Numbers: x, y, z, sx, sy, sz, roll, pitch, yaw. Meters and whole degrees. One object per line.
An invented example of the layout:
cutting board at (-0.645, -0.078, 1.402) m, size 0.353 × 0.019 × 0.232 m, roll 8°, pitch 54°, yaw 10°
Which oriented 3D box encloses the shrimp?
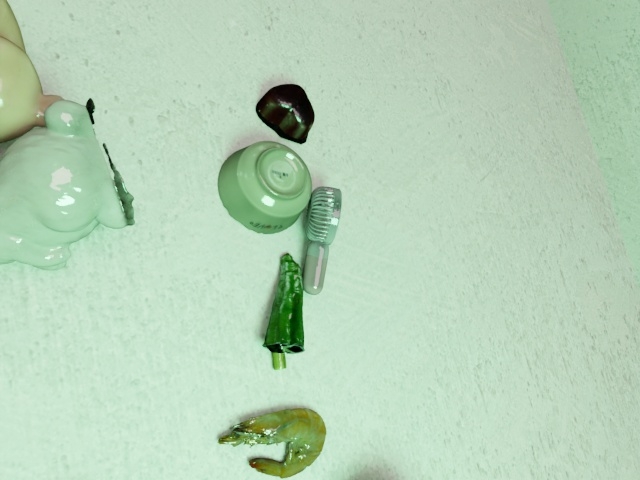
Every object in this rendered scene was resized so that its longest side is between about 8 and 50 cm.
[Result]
shrimp at (-0.089, 0.400, 0.921) m, size 0.236 × 0.053 × 0.133 m, roll 8°, pitch 92°, yaw -33°

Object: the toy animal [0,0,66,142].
toy animal at (-0.545, -0.290, 0.730) m, size 0.195 × 0.213 × 0.256 m, roll -21°, pitch 76°, yaw 0°

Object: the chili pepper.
chili pepper at (-0.074, 0.123, 0.984) m, size 0.088 × 0.059 × 0.227 m, roll 11°, pitch 55°, yaw -19°

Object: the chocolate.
chocolate at (-0.064, -0.313, 1.112) m, size 0.148 × 0.080 × 0.125 m, roll 39°, pitch 60°, yaw -15°

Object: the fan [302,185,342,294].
fan at (0.000, 0.000, 1.045) m, size 0.074 × 0.130 × 0.244 m, roll 10°, pitch 85°, yaw -10°

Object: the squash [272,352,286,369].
squash at (-0.089, 0.226, 0.973) m, size 0.027 × 0.027 × 0.083 m, roll -3°, pitch 79°, yaw -32°

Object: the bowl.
bowl at (-0.104, -0.128, 1.018) m, size 0.211 × 0.112 × 0.212 m, roll 10°, pitch 69°, yaw -29°

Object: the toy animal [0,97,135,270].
toy animal at (-0.492, -0.057, 0.719) m, size 0.357 × 0.194 × 0.258 m, roll -22°, pitch 114°, yaw -27°
